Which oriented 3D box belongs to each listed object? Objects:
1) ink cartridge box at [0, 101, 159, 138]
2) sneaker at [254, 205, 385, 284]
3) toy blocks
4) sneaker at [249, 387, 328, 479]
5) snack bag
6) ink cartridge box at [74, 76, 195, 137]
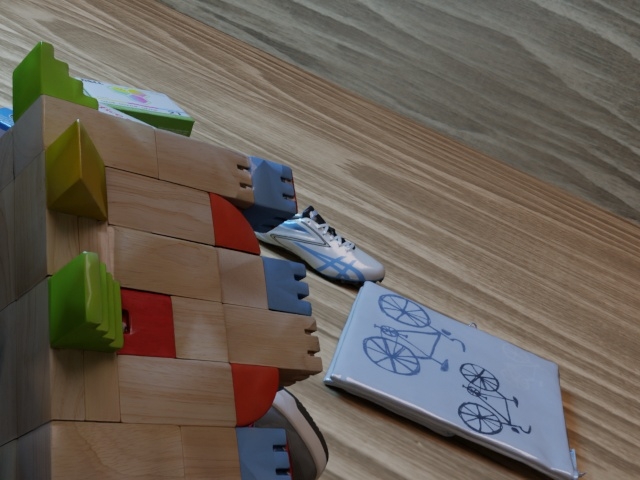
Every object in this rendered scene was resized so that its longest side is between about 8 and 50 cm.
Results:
[{"bbox_3d":[-0.323,-0.074,1.141,0.171,0.168,0.233,26,20,10],"label":"ink cartridge box"},{"bbox_3d":[0.000,0.000,1.415,0.237,0.086,0.085,26,19,5],"label":"sneaker"},{"bbox_3d":[-0.116,0.063,0.689,0.261,0.191,0.381,13,58,-41],"label":"toy blocks"},{"bbox_3d":[-0.127,0.178,0.799,0.295,0.124,0.178,43,45,-15],"label":"sneaker"},{"bbox_3d":[0.189,0.186,1.220,0.343,0.037,0.323,23,21,2],"label":"snack bag"},{"bbox_3d":[-0.377,-0.241,1.601,0.189,0.097,0.255,4,28,-41],"label":"ink cartridge box"}]
